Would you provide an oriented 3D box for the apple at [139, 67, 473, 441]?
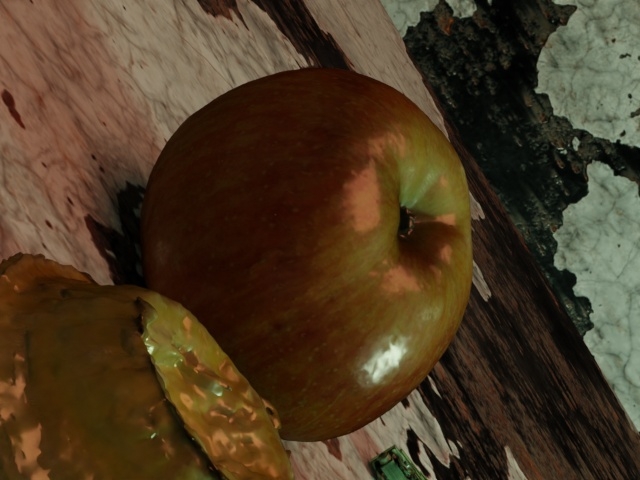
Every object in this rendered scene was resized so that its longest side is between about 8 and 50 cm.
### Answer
[{"bbox_3d":[0.000,0.000,1.314,0.277,0.250,0.309,35,30,-57],"label":"apple"}]

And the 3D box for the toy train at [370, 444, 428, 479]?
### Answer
[{"bbox_3d":[0.080,0.230,1.531,0.083,0.033,0.053,54,11,-14],"label":"toy train"}]

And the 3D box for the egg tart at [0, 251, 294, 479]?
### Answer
[{"bbox_3d":[-0.104,0.123,1.007,0.290,0.115,0.290,54,14,-20],"label":"egg tart"}]
